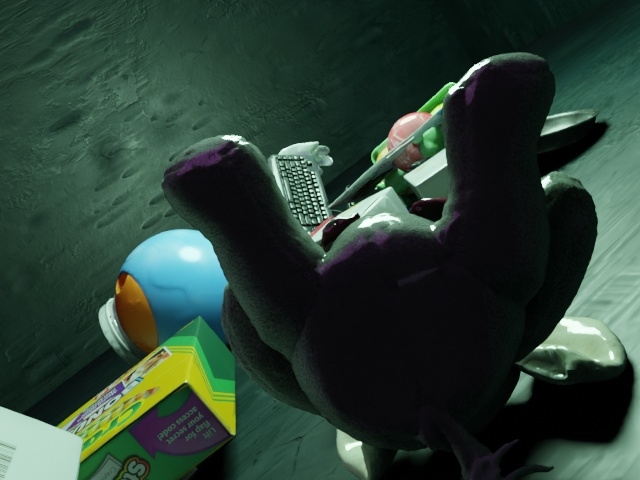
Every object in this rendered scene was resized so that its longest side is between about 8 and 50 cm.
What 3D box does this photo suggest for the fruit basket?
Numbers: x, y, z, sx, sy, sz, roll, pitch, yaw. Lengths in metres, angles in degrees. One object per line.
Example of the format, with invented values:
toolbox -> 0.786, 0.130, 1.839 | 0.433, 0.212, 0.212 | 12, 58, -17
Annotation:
fruit basket -> 0.202, -0.166, 1.290 | 0.327, 0.165, 0.353 | -41, -5, 23

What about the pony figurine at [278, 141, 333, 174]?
pony figurine -> -0.114, -0.074, 1.603 | 0.351, 0.363, 0.302 | 0, -50, -45

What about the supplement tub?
supplement tub -> -0.377, 0.160, 1.741 | 0.325, 0.235, 0.235 | -35, 8, 6

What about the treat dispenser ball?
treat dispenser ball -> -0.296, 0.120, 1.464 | 0.288, 0.288, 0.288 | -35, 8, 6

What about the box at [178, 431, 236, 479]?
box -> -0.202, 0.306, 0.953 | 0.116, 0.029, 0.162 | -42, 9, -39

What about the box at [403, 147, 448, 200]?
box -> 0.211, -0.091, 1.024 | 0.130, 0.091, 0.170 | -35, 7, 7

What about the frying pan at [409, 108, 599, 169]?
frying pan -> 0.332, -0.162, 1.140 | 0.326, 0.053, 0.197 | -26, 15, -30

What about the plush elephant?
plush elephant -> 0.081, 0.062, 0.524 | 0.272, 0.329, 0.255 | -21, -12, 7

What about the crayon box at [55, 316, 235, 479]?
crayon box -> -0.291, 0.287, 0.949 | 0.363, 0.106, 0.313 | -38, 9, -1

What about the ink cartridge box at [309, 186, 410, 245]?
ink cartridge box -> 0.068, 0.015, 1.154 | 0.176, 0.128, 0.127 | -27, 12, 46

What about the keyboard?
keyboard -> 0.004, -0.071, 1.472 | 0.202, 0.317, 0.033 | 2, -39, -23

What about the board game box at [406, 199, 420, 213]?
board game box -> 0.245, -0.075, 1.229 | 0.210, 0.047, 0.160 | -32, 8, 21

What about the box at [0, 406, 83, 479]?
box -> -0.332, 0.306, 0.484 | 0.345, 0.168, 0.215 | -64, 17, -2
